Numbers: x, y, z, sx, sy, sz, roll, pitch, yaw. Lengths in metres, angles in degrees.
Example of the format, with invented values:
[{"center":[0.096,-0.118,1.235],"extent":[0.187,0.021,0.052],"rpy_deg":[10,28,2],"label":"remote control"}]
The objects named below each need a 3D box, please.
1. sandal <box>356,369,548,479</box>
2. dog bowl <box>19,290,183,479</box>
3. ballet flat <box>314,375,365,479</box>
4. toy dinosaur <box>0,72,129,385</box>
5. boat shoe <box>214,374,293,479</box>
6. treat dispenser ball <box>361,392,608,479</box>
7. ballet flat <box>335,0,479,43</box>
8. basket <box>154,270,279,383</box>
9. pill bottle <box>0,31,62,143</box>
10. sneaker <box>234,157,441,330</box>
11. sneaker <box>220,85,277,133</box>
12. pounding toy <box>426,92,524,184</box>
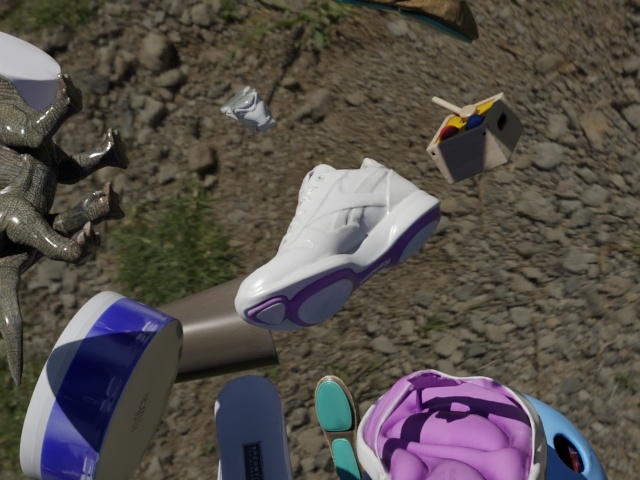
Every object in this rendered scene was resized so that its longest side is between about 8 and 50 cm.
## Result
[{"center":[0.111,0.159,0.887],"extent":[0.170,0.416,0.102],"rpy_deg":[-9,99,2],"label":"sandal"},{"center":[-0.282,0.207,1.397],"extent":[0.104,0.265,0.264],"rpy_deg":[20,96,7],"label":"dog bowl"},{"center":[0.040,0.302,1.729],"extent":[0.073,0.067,0.206],"rpy_deg":[-1,111,24],"label":"ballet flat"},{"center":[-0.238,-0.027,0.801],"extent":[0.160,0.121,0.313],"rpy_deg":[-16,68,13],"label":"toy dinosaur"},{"center":[-0.059,0.262,1.037],"extent":[0.095,0.084,0.258],"rpy_deg":[-2,57,5],"label":"boat shoe"},{"center":[0.185,0.311,1.197],"extent":[0.288,0.288,0.288],"rpy_deg":[0,89,20],"label":"treat dispenser ball"},{"center":[0.152,-0.441,1.842],"extent":[0.116,0.343,0.124],"rpy_deg":[38,114,61],"label":"ballet flat"},{"center":[-0.200,0.162,1.816],"extent":[0.227,0.204,0.154],"rpy_deg":[-15,118,-4],"label":"basket"},{"center":[-0.353,-0.066,1.045],"extent":[0.152,0.152,0.272],"rpy_deg":[33,113,18],"label":"pill bottle"},{"center":[0.000,0.000,1.237],"extent":[0.152,0.305,0.114],"rpy_deg":[44,139,19],"label":"sneaker"},{"center":[-0.099,-0.177,1.476],"extent":[0.054,0.152,0.061],"rpy_deg":[-42,107,0],"label":"sneaker"},{"center":[0.234,-0.176,1.670],"extent":[0.130,0.141,0.100],"rpy_deg":[-21,114,37],"label":"pounding toy"}]
